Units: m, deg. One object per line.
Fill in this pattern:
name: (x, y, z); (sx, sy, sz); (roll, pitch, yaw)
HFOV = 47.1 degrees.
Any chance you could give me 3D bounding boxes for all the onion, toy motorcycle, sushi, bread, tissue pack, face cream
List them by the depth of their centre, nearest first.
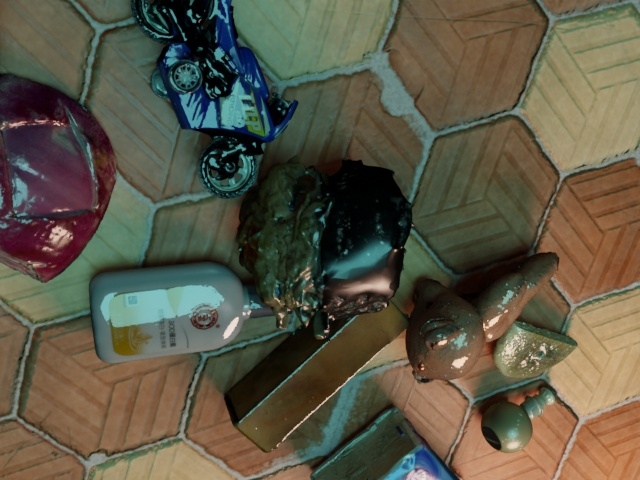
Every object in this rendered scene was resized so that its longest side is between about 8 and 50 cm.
onion: (-0.387, -0.074, 0.935); (0.250, 0.111, 0.247); (35, 98, -23)
toy motorcycle: (-0.128, -0.218, 0.966); (0.169, 0.113, 0.315); (-25, 107, -19)
sushi: (-0.006, 0.000, 1.017); (0.219, 0.238, 0.225); (5, 143, -11)
face cream: (-0.186, 0.101, 1.081); (0.292, 0.071, 0.143); (-4, 111, -17)
tissue pack: (0.143, 0.452, 1.273); (0.198, 0.146, 0.263); (-39, 115, -1)
bread: (0.366, 0.204, 1.291); (0.193, 0.036, 0.112); (19, 118, -38)

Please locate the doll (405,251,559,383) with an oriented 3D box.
doll: (0.248, 0.097, 1.195); (0.303, 0.156, 0.201); (-37, 158, -23)

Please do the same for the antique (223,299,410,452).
antique: (-0.006, 0.189, 1.157); (0.310, 0.093, 0.087); (-43, 116, 1)

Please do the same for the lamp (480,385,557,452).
lamp: (0.369, 0.317, 1.336); (0.163, 0.091, 0.090); (-27, 116, -23)
